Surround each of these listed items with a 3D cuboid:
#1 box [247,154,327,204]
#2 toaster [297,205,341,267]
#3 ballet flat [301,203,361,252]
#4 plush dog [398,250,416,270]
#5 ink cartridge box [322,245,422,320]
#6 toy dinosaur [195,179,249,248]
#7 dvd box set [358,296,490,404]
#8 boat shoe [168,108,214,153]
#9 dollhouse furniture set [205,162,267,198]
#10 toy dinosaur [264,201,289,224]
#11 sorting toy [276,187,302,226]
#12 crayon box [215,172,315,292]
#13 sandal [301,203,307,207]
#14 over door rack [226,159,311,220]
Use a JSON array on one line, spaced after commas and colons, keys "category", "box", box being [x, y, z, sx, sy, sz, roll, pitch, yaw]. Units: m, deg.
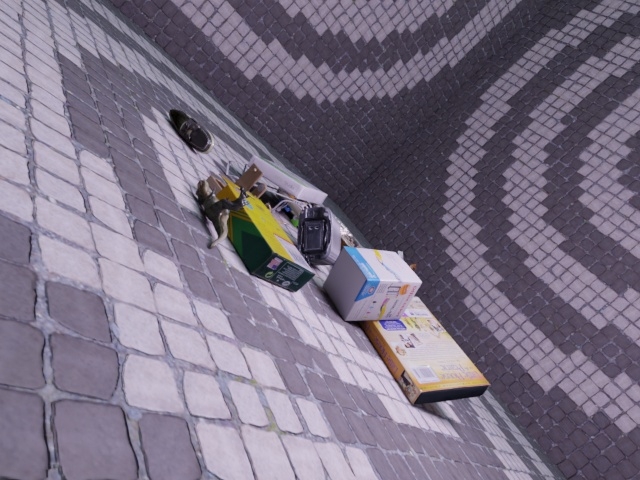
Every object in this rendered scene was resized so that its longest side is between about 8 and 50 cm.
[{"category": "box", "box": [-0.119, -0.230, 1.804, 0.232, 0.058, 0.322, 34, 8, 14]}, {"category": "toaster", "box": [0.000, 0.000, 1.625, 0.146, 0.129, 0.227, 34, 54, -65]}, {"category": "ballet flat", "box": [0.085, 0.056, 1.904, 0.483, 0.164, 0.182, 47, 35, -9]}, {"category": "plush dog", "box": [0.311, 0.186, 2.130, 0.210, 0.225, 0.262, -30, 87, -43]}, {"category": "ink cartridge box", "box": [0.166, 0.141, 1.491, 0.232, 0.171, 0.168, 6, 33, -34]}, {"category": "toy dinosaur", "box": [-0.225, -0.077, 1.093, 0.064, 0.118, 0.268, 60, -1, -39]}, {"category": "dvd box set", "box": [0.312, 0.337, 1.519, 0.307, 0.062, 0.420, 6, 32, -33]}, {"category": "boat shoe", "box": [-0.435, -0.364, 1.538, 0.223, 0.080, 0.073, 45, 13, 30]}, {"category": "dollhouse furniture set", "box": [-0.242, -0.172, 1.405, 0.144, 0.123, 0.151, 50, 10, 25]}, {"category": "toy dinosaur", "box": [-0.180, -0.078, 1.572, 0.093, 0.053, 0.183, 64, 20, 12]}, {"category": "sorting toy", "box": [-0.136, -0.145, 2.048, 0.196, 0.047, 0.348, 51, 10, -11]}, {"category": "crayon box", "box": [-0.165, -0.020, 1.222, 0.318, 0.081, 0.202, 53, 11, 33]}, {"category": "sandal", "box": [-0.008, -0.084, 2.123, 0.265, 0.076, 0.102, 63, 9, 7]}, {"category": "over door rack", "box": [-0.197, -0.173, 1.753, 0.324, 0.108, 0.239, 32, 8, 1]}]
